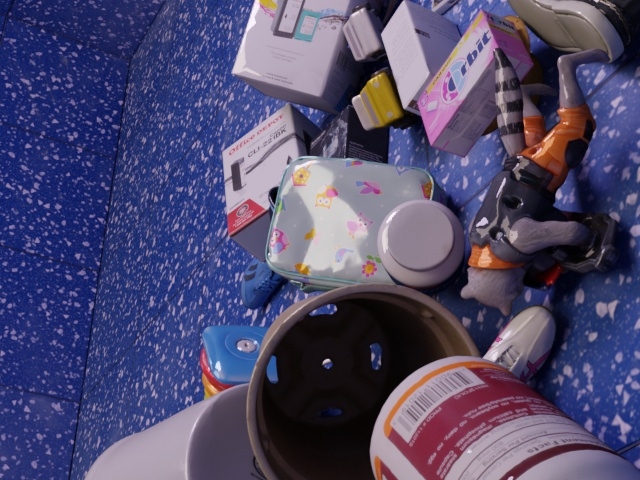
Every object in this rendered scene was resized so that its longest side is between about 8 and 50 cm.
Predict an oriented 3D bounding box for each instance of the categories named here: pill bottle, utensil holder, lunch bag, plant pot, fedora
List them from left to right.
[{"bbox_3d":[-0.186,0.438,1.837,0.385,0.327,0.328,-35,43,46],"label":"utensil holder"},{"bbox_3d":[0.039,0.210,1.582,0.305,0.334,0.334,-157,85,-78],"label":"plant pot"},{"bbox_3d":[0.053,-0.015,1.739,0.279,0.108,0.224,7,81,24],"label":"lunch bag"},{"bbox_3d":[0.144,0.009,1.530,0.221,0.124,0.124,43,-119,-79],"label":"pill bottle"},{"bbox_3d":[0.276,-0.235,1.602,0.194,0.079,0.194,-46,34,46],"label":"fedora"},{"bbox_3d":[0.225,0.294,1.172,0.224,0.224,0.392,-69,24,8],"label":"pill bottle"}]

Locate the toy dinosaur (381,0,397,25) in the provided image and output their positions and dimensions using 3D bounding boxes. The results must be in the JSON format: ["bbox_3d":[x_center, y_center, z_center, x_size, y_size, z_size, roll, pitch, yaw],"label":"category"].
[{"bbox_3d":[0.150,-0.494,2.105,0.112,0.064,0.211,114,173,-63],"label":"toy dinosaur"}]

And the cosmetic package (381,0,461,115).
[{"bbox_3d":[0.185,-0.294,1.800,0.085,0.117,0.231,-56,30,32],"label":"cosmetic package"}]

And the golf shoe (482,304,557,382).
[{"bbox_3d":[0.239,0.165,1.384,0.186,0.067,0.086,-58,-13,23],"label":"golf shoe"}]

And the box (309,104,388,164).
[{"bbox_3d":[0.048,-0.142,2.025,0.156,0.093,0.158,-39,40,53],"label":"box"}]

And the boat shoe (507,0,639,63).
[{"bbox_3d":[0.350,-0.337,1.479,0.113,0.127,0.340,-39,20,3],"label":"boat shoe"}]

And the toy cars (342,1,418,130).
[{"bbox_3d":[0.091,-0.302,1.926,0.087,0.176,0.394,-24,41,12],"label":"toy cars"}]

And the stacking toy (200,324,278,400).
[{"bbox_3d":[-0.174,0.325,2.163,0.175,0.165,0.302,-114,32,-52],"label":"stacking toy"}]

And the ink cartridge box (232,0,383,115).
[{"bbox_3d":[-0.017,-0.413,2.136,0.198,0.197,0.270,20,-93,-72],"label":"ink cartridge box"}]

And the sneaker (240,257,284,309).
[{"bbox_3d":[-0.108,0.070,2.254,0.209,0.069,0.082,-61,29,24],"label":"sneaker"}]

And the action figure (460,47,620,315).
[{"bbox_3d":[0.250,-0.067,1.426,0.341,0.178,0.330,-6,68,68],"label":"action figure"}]

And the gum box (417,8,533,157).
[{"bbox_3d":[0.215,-0.219,1.545,0.188,0.062,0.107,-56,29,34],"label":"gum box"}]

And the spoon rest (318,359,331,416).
[{"bbox_3d":[-0.019,0.268,1.903,0.276,0.084,0.137,-54,29,35],"label":"spoon rest"}]

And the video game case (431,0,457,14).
[{"bbox_3d":[0.258,-0.518,1.912,0.173,0.022,0.190,-31,47,56],"label":"video game case"}]

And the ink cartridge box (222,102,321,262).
[{"bbox_3d":[-0.090,-0.122,2.215,0.197,0.114,0.273,-34,38,22],"label":"ink cartridge box"}]

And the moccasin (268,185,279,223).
[{"bbox_3d":[0.000,0.000,1.887,0.138,0.117,0.342,-43,39,-18],"label":"moccasin"}]
